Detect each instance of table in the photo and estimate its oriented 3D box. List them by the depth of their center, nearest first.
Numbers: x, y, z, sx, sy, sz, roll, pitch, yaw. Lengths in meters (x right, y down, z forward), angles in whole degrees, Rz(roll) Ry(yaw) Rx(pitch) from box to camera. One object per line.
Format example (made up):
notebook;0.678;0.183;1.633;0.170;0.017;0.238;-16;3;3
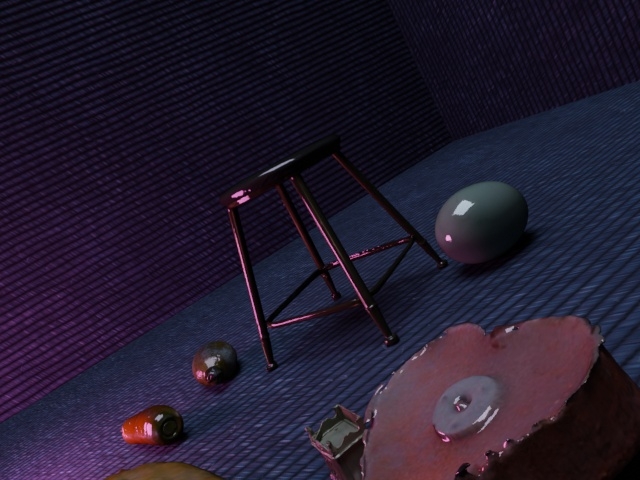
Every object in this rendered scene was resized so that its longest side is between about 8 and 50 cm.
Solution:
table;0.033;0.277;0.757;0.062;0.083;0.079;-32;11;-22

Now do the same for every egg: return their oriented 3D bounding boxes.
egg;0.354;-0.042;1.244;0.230;0.168;0.168;-28;9;-23

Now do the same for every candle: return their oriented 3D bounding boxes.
candle;0.168;0.217;0.600;0.287;0.131;0.317;-43;7;-33

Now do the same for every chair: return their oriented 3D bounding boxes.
chair;0.000;0.000;1.298;0.361;0.410;0.364;-21;12;36

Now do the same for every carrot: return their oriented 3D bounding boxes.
carrot;-0.362;0.399;1.226;0.087;0.087;0.193;-37;11;-40

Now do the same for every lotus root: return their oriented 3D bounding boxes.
lotus root;-0.262;0.307;1.405;0.113;0.088;0.192;-23;10;-5

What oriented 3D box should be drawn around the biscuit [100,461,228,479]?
biscuit;-0.317;0.446;0.756;0.429;0.104;0.446;-26;7;-34
